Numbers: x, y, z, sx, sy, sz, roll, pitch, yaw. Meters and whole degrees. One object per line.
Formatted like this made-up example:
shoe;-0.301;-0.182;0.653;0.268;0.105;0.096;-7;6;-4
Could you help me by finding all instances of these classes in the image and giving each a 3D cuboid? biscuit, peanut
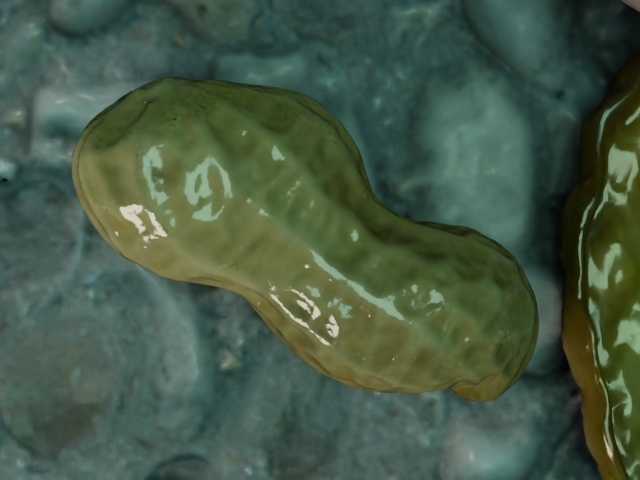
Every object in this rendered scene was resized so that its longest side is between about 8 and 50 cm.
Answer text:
biscuit;0.311;0.021;0.705;0.335;0.078;0.329;11;88;-8
peanut;0.000;0.000;0.638;0.298;0.120;0.136;32;93;-10

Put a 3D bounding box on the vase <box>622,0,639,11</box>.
vase;0.137;-0.318;0.570;0.445;0.250;0.250;44;86;-10
